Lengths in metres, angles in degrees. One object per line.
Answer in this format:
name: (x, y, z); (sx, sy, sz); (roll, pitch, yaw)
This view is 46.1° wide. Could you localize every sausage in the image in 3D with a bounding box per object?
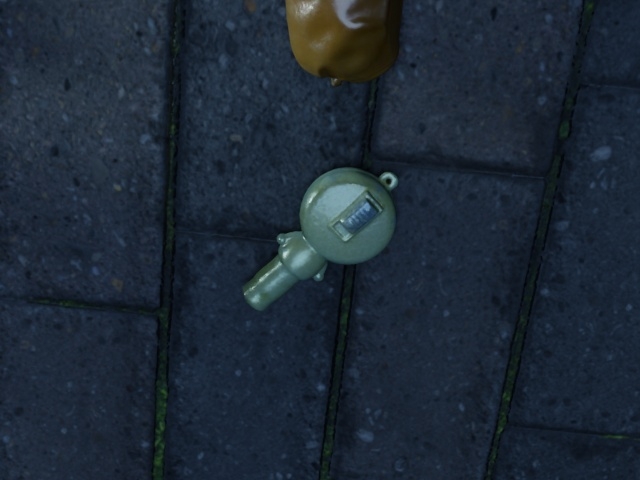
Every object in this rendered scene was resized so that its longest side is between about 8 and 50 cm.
sausage: (0.032, -0.295, 0.851); (0.136, 0.120, 0.241); (3, 110, 15)

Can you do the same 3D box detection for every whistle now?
whistle: (0.000, 0.000, 0.981); (0.258, 0.067, 0.126); (-40, 103, 15)
